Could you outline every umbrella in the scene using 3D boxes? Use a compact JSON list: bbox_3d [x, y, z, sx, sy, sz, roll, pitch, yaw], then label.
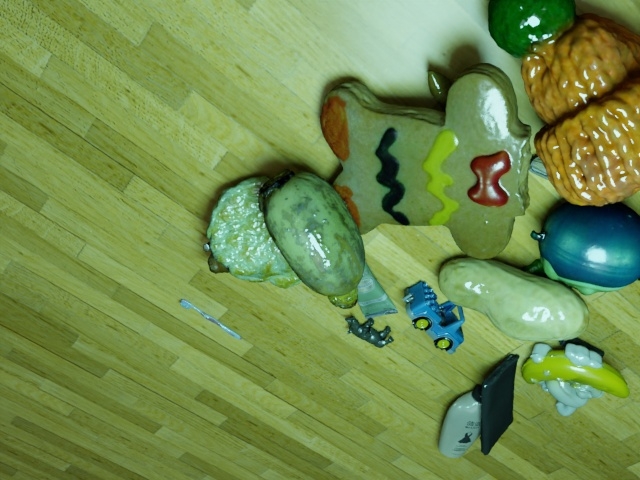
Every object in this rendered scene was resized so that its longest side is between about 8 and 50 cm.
[{"bbox_3d":[0.645,0.265,1.319,0.133,0.031,0.036,27,80,-11],"label":"umbrella"}]

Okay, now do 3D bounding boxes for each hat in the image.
[{"bbox_3d":[0.436,-0.261,0.892,0.285,0.285,0.400,-42,80,28],"label":"hat"}]

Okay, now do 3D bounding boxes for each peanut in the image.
[{"bbox_3d":[0.404,0.127,1.138,0.319,0.147,0.147,21,128,21],"label":"peanut"}]

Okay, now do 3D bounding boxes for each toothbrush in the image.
[{"bbox_3d":[-0.283,0.209,1.387,0.193,0.019,0.013,37,120,-20],"label":"toothbrush"}]

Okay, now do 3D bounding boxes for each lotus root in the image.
[{"bbox_3d":[0.450,-0.144,1.060,0.083,0.030,0.037,21,93,-12],"label":"lotus root"},{"bbox_3d":[0.000,0.000,1.058,0.173,0.173,0.309,-27,105,22],"label":"lotus root"}]

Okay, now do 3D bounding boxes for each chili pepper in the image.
[{"bbox_3d":[0.485,0.118,1.219,0.108,0.062,0.216,39,121,-20],"label":"chili pepper"}]

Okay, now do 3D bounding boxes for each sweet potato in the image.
[{"bbox_3d":[0.278,-0.223,1.001,0.067,0.067,0.274,-37,117,26],"label":"sweet potato"}]

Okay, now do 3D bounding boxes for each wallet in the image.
[{"bbox_3d":[0.473,0.435,1.410,0.146,0.030,0.285,-30,127,-28],"label":"wallet"}]

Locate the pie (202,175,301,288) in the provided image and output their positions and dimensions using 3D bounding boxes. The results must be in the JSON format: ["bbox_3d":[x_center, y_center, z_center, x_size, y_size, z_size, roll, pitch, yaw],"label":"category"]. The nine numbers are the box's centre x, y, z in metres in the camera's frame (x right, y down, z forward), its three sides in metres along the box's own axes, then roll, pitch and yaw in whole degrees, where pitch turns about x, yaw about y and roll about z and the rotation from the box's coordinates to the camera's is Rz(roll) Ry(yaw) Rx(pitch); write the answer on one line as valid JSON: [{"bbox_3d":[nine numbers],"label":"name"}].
[{"bbox_3d":[-0.112,-0.014,1.165,0.274,0.105,0.257,15,114,-6],"label":"pie"}]

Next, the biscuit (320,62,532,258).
[{"bbox_3d":[0.180,-0.137,0.978,0.394,0.076,0.368,13,130,27],"label":"biscuit"}]

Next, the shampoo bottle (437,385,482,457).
[{"bbox_3d":[0.406,0.503,1.481,0.127,0.078,0.257,8,122,-8],"label":"shampoo bottle"}]

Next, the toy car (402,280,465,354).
[{"bbox_3d":[0.282,0.175,1.256,0.100,0.097,0.191,-36,114,25],"label":"toy car"}]

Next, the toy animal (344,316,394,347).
[{"bbox_3d":[0.116,0.229,1.341,0.135,0.047,0.065,27,135,-20],"label":"toy animal"}]

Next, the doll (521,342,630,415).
[{"bbox_3d":[0.625,0.346,1.331,0.252,0.111,0.237,37,140,-15],"label":"doll"}]

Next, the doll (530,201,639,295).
[{"bbox_3d":[0.579,0.014,1.052,0.322,0.198,0.186,7,119,0],"label":"doll"}]

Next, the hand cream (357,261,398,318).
[{"bbox_3d":[0.108,0.111,1.261,0.086,0.055,0.235,-13,130,20],"label":"hand cream"}]
